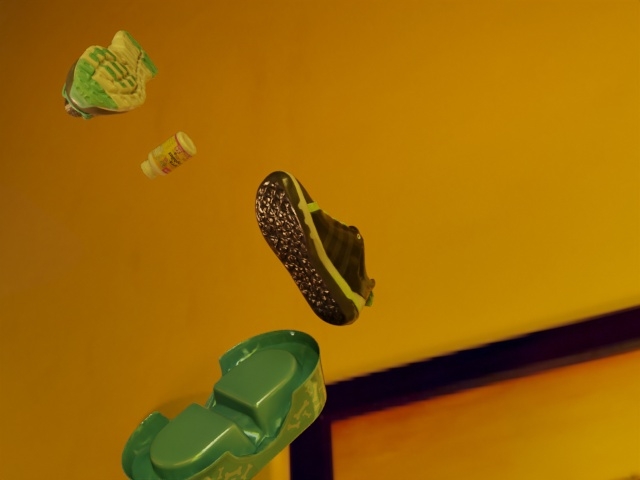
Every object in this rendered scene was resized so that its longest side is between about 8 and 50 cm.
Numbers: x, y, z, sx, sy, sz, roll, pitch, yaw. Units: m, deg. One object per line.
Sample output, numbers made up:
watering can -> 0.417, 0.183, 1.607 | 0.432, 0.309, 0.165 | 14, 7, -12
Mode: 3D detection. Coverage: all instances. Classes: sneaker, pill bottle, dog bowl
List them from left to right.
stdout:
sneaker -> -0.192, -0.128, 0.861 | 0.076, 0.166, 0.065 | -37, -78, 14
pill bottle -> -0.237, -0.130, 1.547 | 0.083, 0.043, 0.043 | -33, -48, 14
dog bowl -> -0.112, 0.233, 1.281 | 0.166, 0.297, 0.074 | 14, -44, 49
sneaker -> 0.000, 0.000, 1.253 | 0.084, 0.097, 0.234 | 5, -50, 44
